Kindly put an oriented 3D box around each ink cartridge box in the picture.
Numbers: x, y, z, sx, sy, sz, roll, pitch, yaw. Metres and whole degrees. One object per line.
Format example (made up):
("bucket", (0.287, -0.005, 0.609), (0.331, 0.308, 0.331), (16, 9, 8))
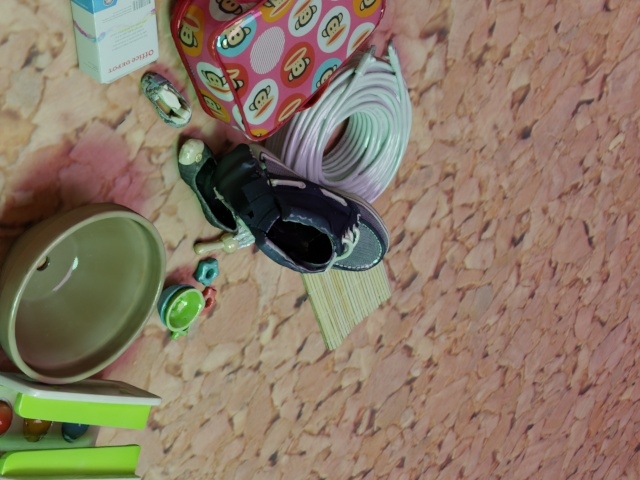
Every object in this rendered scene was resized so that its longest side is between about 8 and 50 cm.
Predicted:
("ink cartridge box", (-0.239, -0.257, 1.677), (0.088, 0.052, 0.122), (-31, 136, -34))

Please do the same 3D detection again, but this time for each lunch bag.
("lunch bag", (-0.040, -0.276, 1.853), (0.293, 0.120, 0.258), (-46, 145, -19))

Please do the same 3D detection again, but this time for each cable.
("cable", (0.025, -0.147, 2.066), (0.257, 0.089, 0.257), (-46, 145, -16))

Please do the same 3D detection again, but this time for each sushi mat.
("sushi mat", (0.035, 0.038, 2.285), (0.151, 0.019, 0.317), (-45, 144, -21))

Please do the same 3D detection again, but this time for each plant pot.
("plant pot", (-0.313, 0.048, 1.770), (0.237, 0.109, 0.237), (-33, 139, -34))

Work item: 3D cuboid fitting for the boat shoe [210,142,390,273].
("boat shoe", (0.000, 0.000, 1.957), (0.340, 0.158, 0.127), (26, 113, -44))

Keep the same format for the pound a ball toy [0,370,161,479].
("pound a ball toy", (-0.363, 0.274, 1.832), (0.319, 0.135, 0.208), (14, 91, -59))

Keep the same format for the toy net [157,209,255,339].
("toy net", (-0.140, 0.040, 2.040), (0.232, 0.045, 0.122), (-49, 145, -13))

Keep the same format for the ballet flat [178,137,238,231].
("ballet flat", (-0.146, -0.077, 1.937), (0.057, 0.049, 0.173), (-47, 144, -18))

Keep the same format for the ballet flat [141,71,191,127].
("ballet flat", (-0.187, -0.170, 1.823), (0.041, 0.041, 0.114), (-53, 146, -8))
